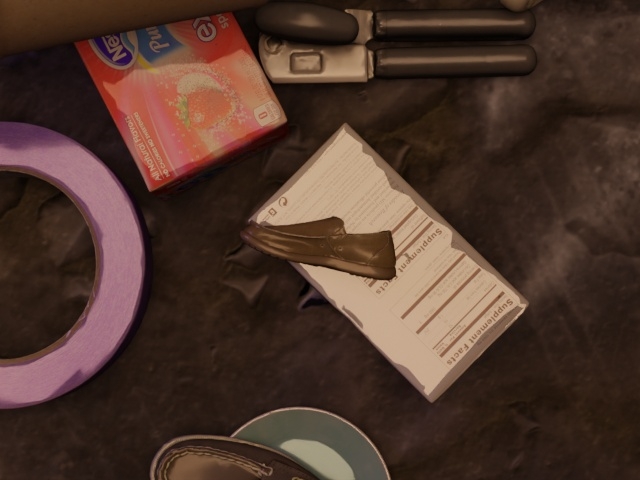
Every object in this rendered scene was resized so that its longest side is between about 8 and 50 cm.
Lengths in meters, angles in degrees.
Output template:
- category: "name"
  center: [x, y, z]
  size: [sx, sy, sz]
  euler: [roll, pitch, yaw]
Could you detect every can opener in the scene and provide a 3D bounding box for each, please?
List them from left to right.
- category: "can opener"
  center: [0.074, -0.193, 1.903]
  size: [0.280, 0.093, 0.074]
  euler: [0, 87, -5]

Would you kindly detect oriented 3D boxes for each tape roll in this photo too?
- category: "tape roll"
  center: [-0.303, 0.025, 1.890]
  size: [0.275, 0.090, 0.275]
  euler: [0, 88, -1]

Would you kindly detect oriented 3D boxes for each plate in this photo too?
- category: "plate"
  center: [-0.021, 0.257, 1.912]
  size: [0.188, 0.024, 0.188]
  euler: [0, 88, 1]

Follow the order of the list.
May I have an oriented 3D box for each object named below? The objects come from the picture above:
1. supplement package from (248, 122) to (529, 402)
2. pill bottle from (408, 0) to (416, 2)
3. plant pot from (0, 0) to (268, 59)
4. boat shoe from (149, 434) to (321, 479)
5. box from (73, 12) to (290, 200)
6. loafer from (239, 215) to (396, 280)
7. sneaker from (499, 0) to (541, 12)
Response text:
- category: "supplement package"
  center: [0.065, 0.023, 1.865]
  size: [0.244, 0.139, 0.134]
  euler: [45, 89, 1]
- category: "pill bottle"
  center: [0.002, -0.355, 1.870]
  size: [0.283, 0.160, 0.160]
  euler: [30, 88, 2]
- category: "plant pot"
  center: [-0.198, -0.301, 1.669]
  size: [0.305, 0.334, 0.334]
  euler: [-4, 87, -11]
- category: "boat shoe"
  center: [-0.023, 0.273, 1.853]
  size: [0.305, 0.091, 0.109]
  euler: [27, 88, 1]
- category: "box"
  center: [-0.162, -0.205, 1.873]
  size: [0.154, 0.142, 0.300]
  euler: [-27, 88, 0]
- category: "loafer"
  center: [0.000, 0.000, 1.772]
  size: [0.148, 0.056, 0.050]
  euler: [13, 89, -8]
- category: "sneaker"
  center: [0.241, -0.390, 1.895]
  size: [0.148, 0.131, 0.350]
  euler: [33, 80, 4]
